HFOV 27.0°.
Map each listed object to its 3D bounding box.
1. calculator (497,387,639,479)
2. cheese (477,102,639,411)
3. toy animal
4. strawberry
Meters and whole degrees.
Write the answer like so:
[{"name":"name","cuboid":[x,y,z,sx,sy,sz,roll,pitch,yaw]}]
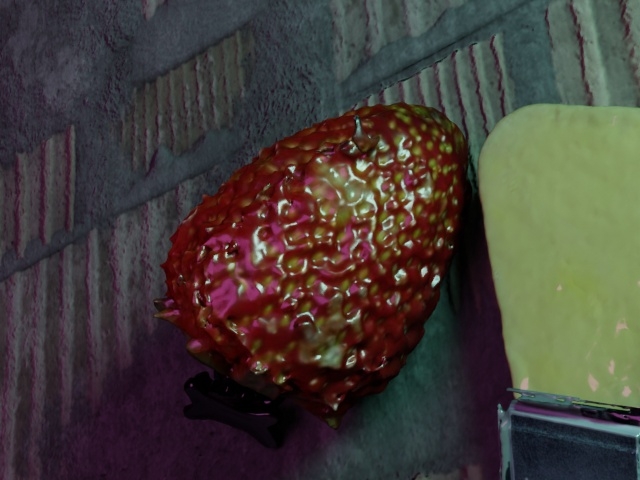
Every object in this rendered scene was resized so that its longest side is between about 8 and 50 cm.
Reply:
[{"name":"calculator","cuboid":[0.228,0.269,1.161,0.165,0.028,0.274,6,105,41]},{"name":"cheese","cuboid":[0.280,-0.004,1.255,0.383,0.104,0.384,-18,61,37]},{"name":"toy animal","cuboid":[-0.076,0.128,1.565,0.117,0.121,0.210,104,-176,-61]},{"name":"strawberry","cuboid":[0.000,0.000,1.378,0.292,0.292,0.344,40,106,44]}]
